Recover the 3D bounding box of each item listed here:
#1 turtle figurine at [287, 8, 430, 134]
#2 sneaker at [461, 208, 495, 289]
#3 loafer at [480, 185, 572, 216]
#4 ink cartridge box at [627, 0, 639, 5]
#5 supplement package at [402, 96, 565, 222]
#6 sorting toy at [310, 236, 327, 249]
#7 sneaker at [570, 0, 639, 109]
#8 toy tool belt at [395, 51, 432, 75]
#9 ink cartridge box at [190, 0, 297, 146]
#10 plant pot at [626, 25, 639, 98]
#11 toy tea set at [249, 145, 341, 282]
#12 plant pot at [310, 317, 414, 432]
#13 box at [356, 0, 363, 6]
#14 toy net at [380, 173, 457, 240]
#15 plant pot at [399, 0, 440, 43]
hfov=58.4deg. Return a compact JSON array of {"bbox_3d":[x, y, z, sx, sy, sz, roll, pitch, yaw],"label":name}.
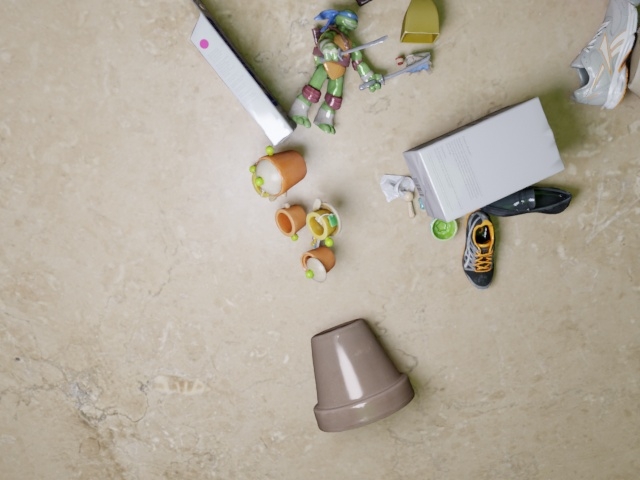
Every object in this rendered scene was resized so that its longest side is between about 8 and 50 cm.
[{"bbox_3d":[0.058,-0.362,1.285,0.274,0.198,0.266,30,111,6],"label":"turtle figurine"},{"bbox_3d":[0.405,0.028,1.454,0.084,0.083,0.215,-9,106,1],"label":"sneaker"},{"bbox_3d":[0.504,-0.103,1.413,0.223,0.078,0.076,0,70,-2],"label":"loafer"},{"bbox_3d":[0.633,-0.688,1.219,0.309,0.130,0.272,40,101,0],"label":"ink cartridge box"},{"bbox_3d":[0.370,-0.185,1.329,0.292,0.175,0.178,-24,98,-1],"label":"supplement package"},{"bbox_3d":[0.000,0.000,1.448,0.044,0.075,0.083,9,104,-3],"label":"sorting toy"},{"bbox_3d":[0.650,-0.441,1.327,0.120,0.099,0.263,6,100,10],"label":"sneaker"},{"bbox_3d":[0.221,-0.412,1.353,0.083,0.052,0.051,-9,96,3],"label":"toy tool belt"},{"bbox_3d":[-0.189,-0.383,1.295,0.069,0.176,0.371,-34,102,9],"label":"ink cartridge box"},{"bbox_3d":[0.792,-0.400,1.260,0.190,0.284,0.284,7,105,15],"label":"plant pot"},{"bbox_3d":[-0.071,-0.054,1.331,0.124,0.200,0.336,-30,84,-36],"label":"toy tea set"},{"bbox_3d":[0.081,0.331,1.471,0.262,0.263,0.229,-21,85,5],"label":"plant pot"},{"bbox_3d":[0.124,-0.626,1.218,0.168,0.203,0.167,-28,103,7],"label":"box"},{"bbox_3d":[0.258,-0.103,1.437,0.232,0.045,0.122,34,102,-8],"label":"toy net"},{"bbox_3d":[0.228,-0.506,1.317,0.081,0.081,0.083,1,93,0],"label":"plant pot"}]
